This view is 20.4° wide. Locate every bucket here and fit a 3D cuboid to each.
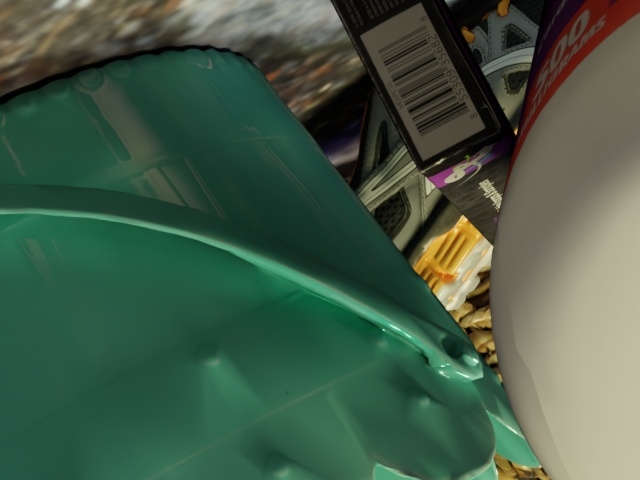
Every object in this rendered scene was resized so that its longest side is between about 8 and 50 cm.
[{"bbox_3d":[-0.078,0.072,0.655,0.281,0.183,0.281,-30,166,-8],"label":"bucket"}]

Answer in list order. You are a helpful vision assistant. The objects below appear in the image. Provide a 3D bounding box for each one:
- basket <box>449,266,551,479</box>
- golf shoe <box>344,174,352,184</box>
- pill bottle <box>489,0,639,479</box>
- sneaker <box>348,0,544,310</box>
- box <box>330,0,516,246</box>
[{"bbox_3d":[0.183,0.068,1.146,0.299,0.213,0.223,-24,164,-28],"label":"basket"},{"bbox_3d":[0.000,0.000,0.857,0.186,0.067,0.086,7,109,-62],"label":"golf shoe"},{"bbox_3d":[0.153,-0.054,0.512,0.181,0.181,0.323,-39,-163,30],"label":"pill bottle"},{"bbox_3d":[0.065,-0.055,0.752,0.215,0.083,0.084,-54,165,15],"label":"sneaker"},{"bbox_3d":[0.029,-0.062,0.550,0.029,0.116,0.162,-28,167,9],"label":"box"}]
